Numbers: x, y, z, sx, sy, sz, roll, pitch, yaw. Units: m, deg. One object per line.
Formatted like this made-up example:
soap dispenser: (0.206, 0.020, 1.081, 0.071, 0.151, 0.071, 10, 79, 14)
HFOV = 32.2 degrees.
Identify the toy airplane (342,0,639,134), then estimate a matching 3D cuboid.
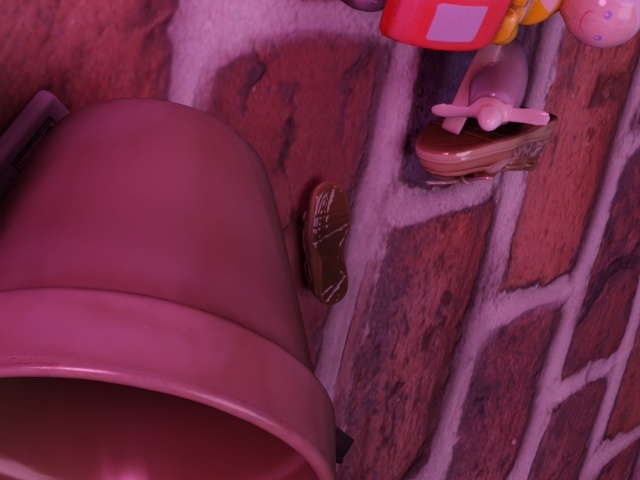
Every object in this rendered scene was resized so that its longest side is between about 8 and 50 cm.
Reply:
toy airplane: (0.231, -0.300, 1.168, 0.384, 0.272, 0.386, -52, 162, 0)

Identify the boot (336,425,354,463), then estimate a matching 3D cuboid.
boot: (-0.099, 0.285, 1.242, 0.260, 0.131, 0.348, -57, 145, -10)

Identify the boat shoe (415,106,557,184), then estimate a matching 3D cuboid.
boat shoe: (0.218, -0.111, 1.424, 0.285, 0.104, 0.089, -17, 122, -48)

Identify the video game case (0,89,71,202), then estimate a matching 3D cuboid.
video game case: (-0.249, 0.000, 0.959, 0.201, 0.023, 0.183, -55, 144, -15)

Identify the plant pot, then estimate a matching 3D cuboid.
plant pot: (-0.141, 0.056, 0.837, 0.323, 0.323, 0.280, 62, 26, -50)

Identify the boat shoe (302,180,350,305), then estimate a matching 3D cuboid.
boat shoe: (0.002, 0.000, 1.275, 0.056, 0.048, 0.153, -22, 123, -28)
